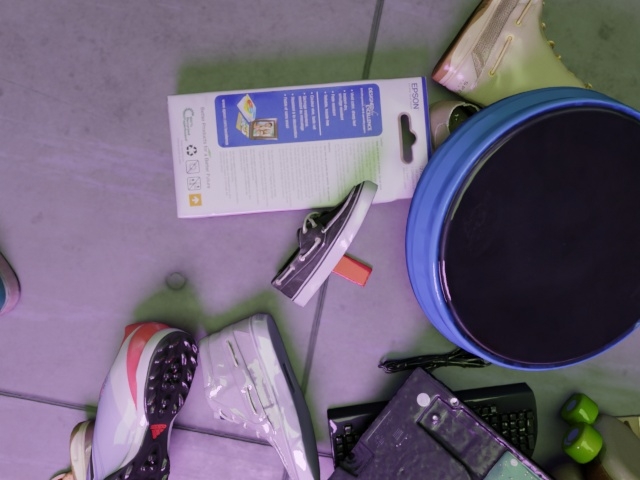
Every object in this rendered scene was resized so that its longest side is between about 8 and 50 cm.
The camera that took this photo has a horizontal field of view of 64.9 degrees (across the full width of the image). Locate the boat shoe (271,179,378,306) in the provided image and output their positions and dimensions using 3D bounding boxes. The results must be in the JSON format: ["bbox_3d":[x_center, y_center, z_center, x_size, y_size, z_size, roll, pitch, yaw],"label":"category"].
[{"bbox_3d":[0.000,0.000,0.700,0.070,0.078,0.219,32,116,-3],"label":"boat shoe"}]

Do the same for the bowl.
[{"bbox_3d":[0.311,-0.004,0.677,0.390,0.077,0.392,-3,106,-9],"label":"bowl"}]

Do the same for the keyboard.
[{"bbox_3d":[0.168,0.260,0.765,0.316,0.033,0.202,-8,91,-1],"label":"keyboard"}]

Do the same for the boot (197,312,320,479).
[{"bbox_3d":[-0.093,0.245,0.739,0.123,0.095,0.259,-20,83,6],"label":"boot"}]

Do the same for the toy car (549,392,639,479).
[{"bbox_3d":[0.385,0.356,0.741,0.155,0.149,0.188,40,117,10],"label":"toy car"}]

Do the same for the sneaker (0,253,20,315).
[{"bbox_3d":[-0.557,-0.012,0.700,0.108,0.121,0.302,-40,92,0],"label":"sneaker"}]

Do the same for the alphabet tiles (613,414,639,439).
[{"bbox_3d":[0.573,0.326,0.784,0.237,0.009,0.199,-4,92,-1],"label":"alphabet tiles"}]

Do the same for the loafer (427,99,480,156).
[{"bbox_3d":[0.247,-0.096,0.725,0.268,0.092,0.102,43,91,-2],"label":"loafer"}]

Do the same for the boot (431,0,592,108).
[{"bbox_3d":[0.311,-0.280,0.721,0.203,0.095,0.262,37,86,-5],"label":"boot"}]

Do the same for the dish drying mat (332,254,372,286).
[{"bbox_3d":[0.036,0.039,0.768,0.083,0.008,0.032,26,90,-1],"label":"dish drying mat"}]

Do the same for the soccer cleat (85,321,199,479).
[{"bbox_3d":[-0.269,0.271,0.701,0.116,0.108,0.319,8,78,36],"label":"soccer cleat"}]

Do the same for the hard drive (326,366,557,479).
[{"bbox_3d":[0.192,0.366,0.657,0.339,0.064,0.237,38,90,24],"label":"hard drive"}]

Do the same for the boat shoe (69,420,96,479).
[{"bbox_3d":[-0.305,0.372,0.736,0.073,0.080,0.224,-14,87,5],"label":"boat shoe"}]

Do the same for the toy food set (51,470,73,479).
[{"bbox_3d":[-0.380,0.394,0.764,0.083,0.020,0.083,-23,92,-1],"label":"toy food set"}]

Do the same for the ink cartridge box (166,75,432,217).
[{"bbox_3d":[-0.028,-0.133,0.734,0.370,0.069,0.176,-4,91,2],"label":"ink cartridge box"}]
